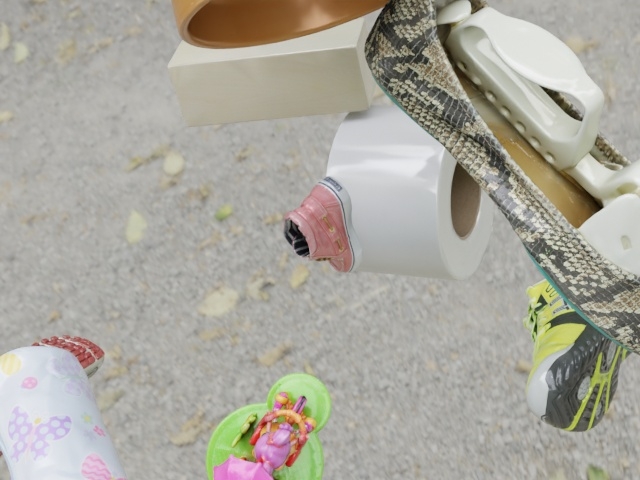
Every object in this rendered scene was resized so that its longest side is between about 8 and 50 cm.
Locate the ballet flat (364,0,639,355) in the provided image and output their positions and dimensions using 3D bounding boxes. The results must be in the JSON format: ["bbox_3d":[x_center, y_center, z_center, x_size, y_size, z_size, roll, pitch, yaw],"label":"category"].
[{"bbox_3d":[0.241,-0.083,1.129,0.483,0.182,0.164,48,56,5],"label":"ballet flat"}]

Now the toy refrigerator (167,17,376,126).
[{"bbox_3d":[-0.064,-0.236,1.564,0.269,0.102,0.094,-4,37,15],"label":"toy refrigerator"}]

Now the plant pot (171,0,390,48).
[{"bbox_3d":[-0.031,-0.338,1.124,0.291,0.291,0.203,-18,86,7],"label":"plant pot"}]

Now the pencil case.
[{"bbox_3d":[-0.267,0.231,1.141,0.113,0.124,0.273,-56,47,24],"label":"pencil case"}]

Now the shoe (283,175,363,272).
[{"bbox_3d":[0.000,0.000,1.404,0.081,0.178,0.063,-41,60,-19],"label":"shoe"}]

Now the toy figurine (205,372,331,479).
[{"bbox_3d":[-0.051,0.224,1.149,0.130,0.159,0.173,33,91,1],"label":"toy figurine"}]

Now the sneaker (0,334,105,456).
[{"bbox_3d":[-0.389,0.211,1.517,0.225,0.092,0.088,-36,51,-29],"label":"sneaker"}]

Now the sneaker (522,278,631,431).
[{"bbox_3d":[0.330,0.130,1.485,0.147,0.145,0.385,14,24,24],"label":"sneaker"}]

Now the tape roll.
[{"bbox_3d":[0.132,-0.070,1.586,0.169,0.246,0.246,5,60,26],"label":"tape roll"}]
